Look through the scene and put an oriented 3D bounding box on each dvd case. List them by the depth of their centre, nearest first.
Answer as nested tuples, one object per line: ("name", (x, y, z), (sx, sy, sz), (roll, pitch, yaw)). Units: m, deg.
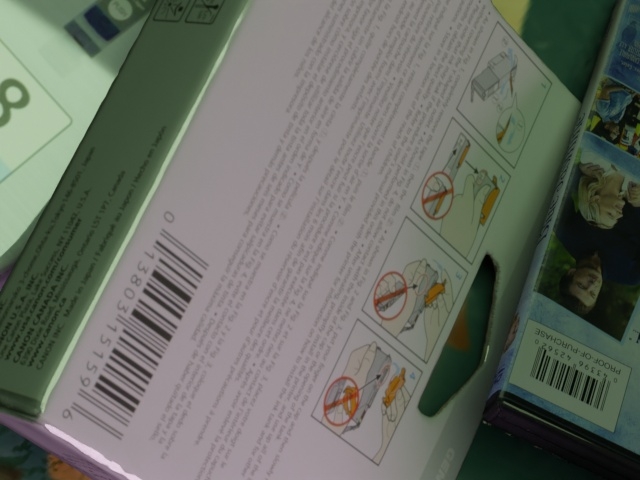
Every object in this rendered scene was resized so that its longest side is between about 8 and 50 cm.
("dvd case", (0.188, 0.013, 0.851), (0.180, 0.022, 0.253), (26, 56, -6))

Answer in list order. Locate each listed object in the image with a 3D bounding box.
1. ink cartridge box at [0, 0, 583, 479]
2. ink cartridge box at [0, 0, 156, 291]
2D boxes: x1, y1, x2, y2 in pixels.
("ink cartridge box", (0.000, 0.000, 0.806), (0.239, 0.060, 0.275), (42, 68, -44))
("ink cartridge box", (-0.114, -0.205, 0.846), (0.385, 0.091, 0.308), (-42, 88, -15))
